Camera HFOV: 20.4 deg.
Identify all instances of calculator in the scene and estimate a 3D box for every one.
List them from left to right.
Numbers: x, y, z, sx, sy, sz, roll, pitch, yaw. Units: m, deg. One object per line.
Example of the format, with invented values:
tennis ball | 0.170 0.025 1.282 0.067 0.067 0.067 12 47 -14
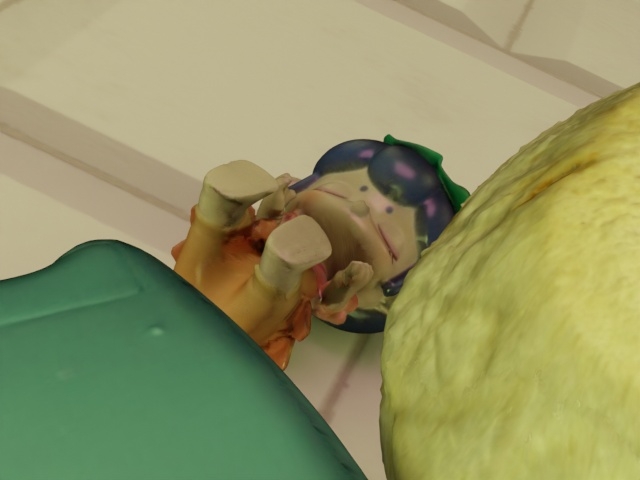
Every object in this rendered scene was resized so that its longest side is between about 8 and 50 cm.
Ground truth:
calculator | -0.095 0.114 0.500 0.256 0.054 0.386 -13 35 -17

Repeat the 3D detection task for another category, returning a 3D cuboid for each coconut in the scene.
coconut | 0.167 0.093 0.634 0.328 0.329 0.329 20 26 -10

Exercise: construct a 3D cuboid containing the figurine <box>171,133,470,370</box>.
figurine | 0.000 0.000 0.862 0.195 0.102 0.111 -16 58 -49
